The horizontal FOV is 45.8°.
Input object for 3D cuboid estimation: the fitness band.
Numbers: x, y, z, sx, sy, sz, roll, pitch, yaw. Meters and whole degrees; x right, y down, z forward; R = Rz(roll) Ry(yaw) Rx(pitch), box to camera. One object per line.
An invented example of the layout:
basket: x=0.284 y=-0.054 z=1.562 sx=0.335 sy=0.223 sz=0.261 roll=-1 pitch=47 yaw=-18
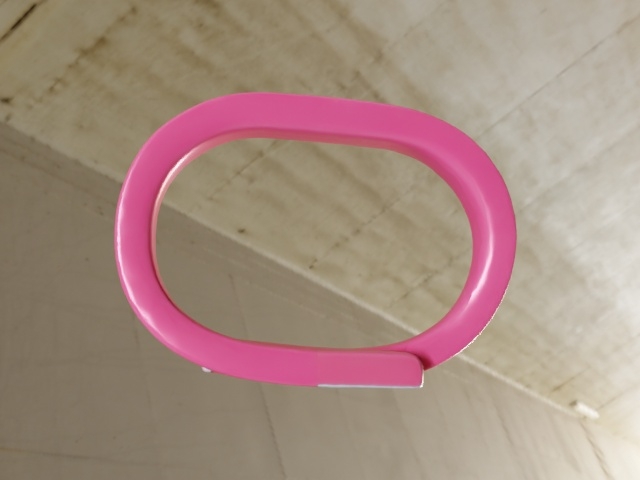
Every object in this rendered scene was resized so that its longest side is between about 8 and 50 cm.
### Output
fitness band: x=0.000 y=0.000 z=0.554 sx=0.054 sy=0.291 sz=0.208 roll=140 pitch=134 yaw=-80
